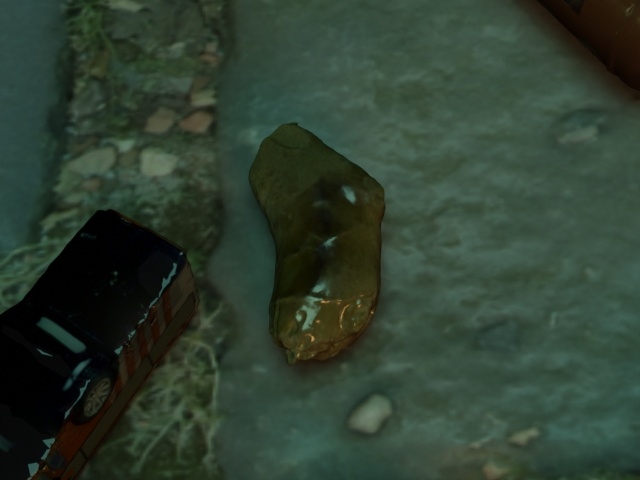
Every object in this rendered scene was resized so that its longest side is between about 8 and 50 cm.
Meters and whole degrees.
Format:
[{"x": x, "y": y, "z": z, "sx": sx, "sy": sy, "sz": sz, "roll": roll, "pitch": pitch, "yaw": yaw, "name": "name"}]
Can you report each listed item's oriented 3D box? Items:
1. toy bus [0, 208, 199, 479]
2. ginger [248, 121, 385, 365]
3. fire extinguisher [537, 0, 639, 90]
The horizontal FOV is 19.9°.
[{"x": -0.226, "y": 0.161, "z": 1.199, "sx": 0.093, "sy": 0.092, "sz": 0.409, "roll": 29, "pitch": 70, "yaw": 19, "name": "toy bus"}, {"x": -0.002, "y": 0.000, "z": 1.273, "sx": 0.095, "sy": 0.069, "sz": 0.190, "roll": -1, "pitch": 63, "yaw": -1, "name": "ginger"}, {"x": 0.226, "y": -0.229, "z": 1.341, "sx": 0.200, "sy": 0.113, "sz": 0.376, "roll": -36, "pitch": 67, "yaw": -13, "name": "fire extinguisher"}]
